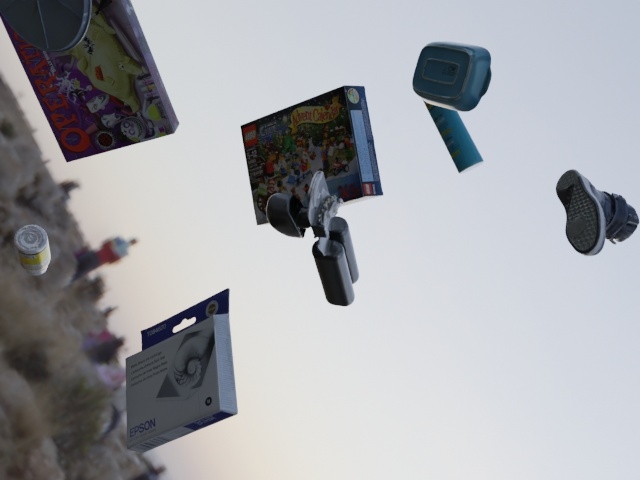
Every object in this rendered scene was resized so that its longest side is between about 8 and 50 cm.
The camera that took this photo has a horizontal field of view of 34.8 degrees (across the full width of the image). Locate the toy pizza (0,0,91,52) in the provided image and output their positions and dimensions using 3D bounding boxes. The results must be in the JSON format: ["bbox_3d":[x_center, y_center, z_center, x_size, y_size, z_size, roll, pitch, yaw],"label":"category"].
[{"bbox_3d":[-0.375,-0.352,1.373,0.201,0.032,0.201,19,-55,29],"label":"toy pizza"}]

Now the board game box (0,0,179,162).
[{"bbox_3d":[-0.393,-0.313,1.694,0.056,0.208,0.346,-75,149,-59],"label":"board game box"}]

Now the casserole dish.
[{"bbox_3d":[0.218,-0.286,1.751,0.188,0.037,0.114,26,-76,53],"label":"casserole dish"}]

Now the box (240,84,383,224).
[{"bbox_3d":[-0.018,-0.120,1.497,0.233,0.044,0.159,-14,-95,46],"label":"box"}]

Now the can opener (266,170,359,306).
[{"bbox_3d":[0.000,0.000,1.408,0.093,0.074,0.280,5,-29,17],"label":"can opener"}]

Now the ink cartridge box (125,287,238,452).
[{"bbox_3d":[-0.232,0.207,1.663,0.045,0.223,0.223,26,47,-44],"label":"ink cartridge box"}]

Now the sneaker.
[{"bbox_3d":[0.537,-0.026,1.924,0.163,0.086,0.226,32,34,-21],"label":"sneaker"}]

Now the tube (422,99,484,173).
[{"bbox_3d":[0.241,-0.228,1.936,0.207,0.052,0.080,64,-31,9],"label":"tube"}]

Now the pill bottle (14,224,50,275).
[{"bbox_3d":[-0.576,0.023,2.047,0.065,0.065,0.116,54,-25,19],"label":"pill bottle"}]
